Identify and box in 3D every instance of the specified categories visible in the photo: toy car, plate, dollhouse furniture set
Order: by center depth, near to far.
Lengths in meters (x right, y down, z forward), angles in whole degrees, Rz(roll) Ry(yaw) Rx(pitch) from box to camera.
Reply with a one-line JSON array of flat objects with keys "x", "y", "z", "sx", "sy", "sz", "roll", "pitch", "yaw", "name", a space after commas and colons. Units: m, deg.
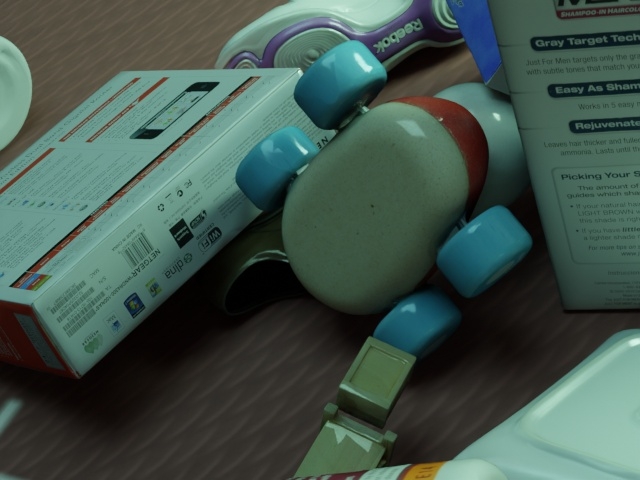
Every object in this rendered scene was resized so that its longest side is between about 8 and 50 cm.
[{"x": 0.267, "y": 0.137, "z": 1.294, "sx": 0.278, "sy": 0.045, "sz": 0.277, "roll": 15, "pitch": 28, "yaw": 34, "name": "plate"}, {"x": 0.063, "y": 0.196, "z": 1.379, "sx": 0.161, "sy": 0.101, "sz": 0.182, "roll": 25, "pitch": 52, "yaw": 11, "name": "dollhouse furniture set"}, {"x": 0.099, "y": -0.052, "z": 1.543, "sx": 0.219, "sy": 0.210, "sz": 0.238, "roll": 50, "pitch": 43, "yaw": 13, "name": "toy car"}]

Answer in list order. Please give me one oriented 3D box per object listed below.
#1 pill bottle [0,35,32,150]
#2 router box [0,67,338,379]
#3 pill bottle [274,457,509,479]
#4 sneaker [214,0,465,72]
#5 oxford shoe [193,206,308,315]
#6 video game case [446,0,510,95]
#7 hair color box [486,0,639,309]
[{"x": -0.431, "y": -0.179, "z": 1.957, "sx": 0.245, "sy": 0.136, "sz": 0.136, "roll": 22, "pitch": 55, "yaw": 40, "name": "pill bottle"}, {"x": -0.195, "y": -0.029, "z": 1.663, "sx": 0.335, "sy": 0.082, "sz": 0.301, "roll": -43, "pitch": 28, "yaw": -26, "name": "router box"}, {"x": -0.062, "y": 0.271, "z": 1.204, "sx": 0.392, "sy": 0.224, "sz": 0.224, "roll": -8, "pitch": 40, "yaw": 19, "name": "pill bottle"}, {"x": 0.034, "y": -0.214, "z": 1.849, "sx": 0.305, "sy": 0.114, "sz": 0.152, "roll": -22, "pitch": 25, "yaw": -9, "name": "sneaker"}, {"x": 0.000, "y": 0.000, "z": 1.623, "sx": 0.227, "sy": 0.083, "sz": 0.096, "roll": -31, "pitch": 46, "yaw": 1, "name": "oxford shoe"}, {"x": 0.224, "y": -0.189, "z": 1.639, "sx": 0.061, "sy": 0.244, "sz": 0.269, "roll": -56, "pitch": 29, "yaw": 27, "name": "video game case"}, {"x": 0.245, "y": -0.104, "z": 1.420, "sx": 0.174, "sy": 0.347, "sz": 0.105, "roll": -2, "pitch": 42, "yaw": 20, "name": "hair color box"}]
